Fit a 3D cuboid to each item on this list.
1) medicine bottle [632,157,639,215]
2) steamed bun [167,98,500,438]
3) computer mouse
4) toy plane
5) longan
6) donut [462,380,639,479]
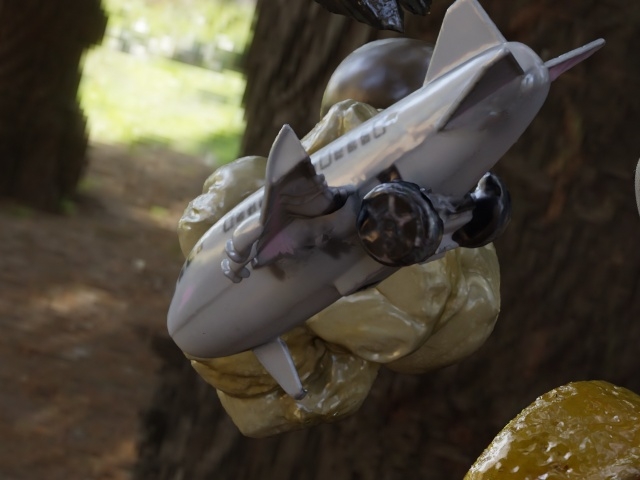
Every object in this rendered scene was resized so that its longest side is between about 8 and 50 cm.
[{"bbox_3d":[0.231,-0.036,0.764,0.183,0.086,0.086,-23,19,-14],"label":"medicine bottle"},{"bbox_3d":[0.000,0.000,1.021,0.177,0.192,0.106,-19,-39,15],"label":"steamed bun"},{"bbox_3d":[0.009,-0.169,1.008,0.135,0.047,0.079,43,47,15],"label":"computer mouse"},{"bbox_3d":[0.013,-0.010,0.575,0.065,0.171,0.162,51,28,14],"label":"toy plane"},{"bbox_3d":[0.052,-0.088,1.225,0.092,0.113,0.113,52,21,21],"label":"longan"},{"bbox_3d":[0.152,0.211,1.176,0.108,0.277,0.277,35,15,29],"label":"donut"}]
